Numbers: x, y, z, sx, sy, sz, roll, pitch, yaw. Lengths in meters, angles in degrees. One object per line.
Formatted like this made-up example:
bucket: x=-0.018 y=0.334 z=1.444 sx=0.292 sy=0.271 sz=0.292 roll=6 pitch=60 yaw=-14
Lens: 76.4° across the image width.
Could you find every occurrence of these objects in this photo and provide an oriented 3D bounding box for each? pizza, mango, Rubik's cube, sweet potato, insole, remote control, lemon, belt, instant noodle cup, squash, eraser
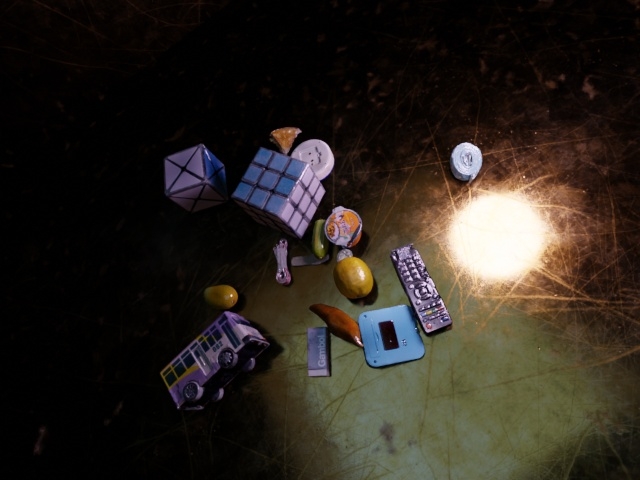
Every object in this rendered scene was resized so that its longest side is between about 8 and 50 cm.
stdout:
pizza: x=-0.194 y=-0.547 z=2.266 sx=0.184 sy=0.052 sz=0.195 roll=-7 pitch=63 yaw=7
mango: x=-0.499 y=0.278 z=2.014 sx=0.194 sy=0.092 sz=0.130 roll=15 pitch=76 yaw=27
Rubik's cube: x=-0.682 y=-0.331 z=2.223 sx=0.254 sy=0.259 sz=0.260 roll=-18 pitch=64 yaw=12
sweet potato: x=0.081 y=0.362 z=1.773 sx=0.112 sy=0.112 sz=0.359 roll=-49 pitch=38 yaw=-5
insole: x=-0.051 y=0.094 z=1.989 sx=0.191 sy=0.010 sz=0.063 roll=-10 pitch=68 yaw=13
remote control: x=0.423 y=0.207 z=1.760 sx=0.144 sy=0.062 sz=0.399 roll=-21 pitch=63 yaw=2
lemon: x=0.143 y=0.165 z=1.815 sx=0.169 sy=0.170 sz=0.207 roll=-30 pitch=60 yaw=5
Rubik's cube: x=-0.195 y=-0.229 z=2.003 sx=0.300 sy=0.304 sz=0.305 roll=21 pitch=79 yaw=24
belt: x=0.677 y=-0.366 z=1.901 sx=0.147 sy=0.082 sz=0.163 roll=28 pitch=76 yaw=15
instant noodle cup: x=0.120 y=-0.044 z=1.925 sx=0.177 sy=0.125 sz=0.208 roll=-4 pitch=69 yaw=17
squash: x=0.000 y=0.000 z=1.960 sx=0.095 sy=0.095 sz=0.188 roll=3 pitch=67 yaw=19
eraser: x=-0.010 y=0.490 z=1.799 sx=0.091 sy=0.046 sz=0.213 roll=-8 pitch=67 yaw=14
belt: x=-0.190 y=0.106 z=2.006 sx=0.071 sy=0.053 sz=0.232 roll=-11 pitch=67 yaw=14

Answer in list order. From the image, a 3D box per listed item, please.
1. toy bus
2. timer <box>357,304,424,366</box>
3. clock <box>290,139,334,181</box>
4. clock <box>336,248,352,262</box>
toy bus: x=-0.475 y=0.532 z=1.842 sx=0.440 sy=0.209 sz=0.249 roll=-43 pitch=61 yaw=0
timer: x=0.297 y=0.410 z=1.734 sx=0.249 sy=0.091 sz=0.232 roll=-11 pitch=65 yaw=1
clock: x=-0.045 y=-0.420 z=2.154 sx=0.230 sy=0.083 sz=0.231 roll=-5 pitch=69 yaw=13
clock: x=0.114 y=0.079 z=1.943 sx=0.074 sy=0.010 sz=0.083 roll=20 pitch=77 yaw=23
